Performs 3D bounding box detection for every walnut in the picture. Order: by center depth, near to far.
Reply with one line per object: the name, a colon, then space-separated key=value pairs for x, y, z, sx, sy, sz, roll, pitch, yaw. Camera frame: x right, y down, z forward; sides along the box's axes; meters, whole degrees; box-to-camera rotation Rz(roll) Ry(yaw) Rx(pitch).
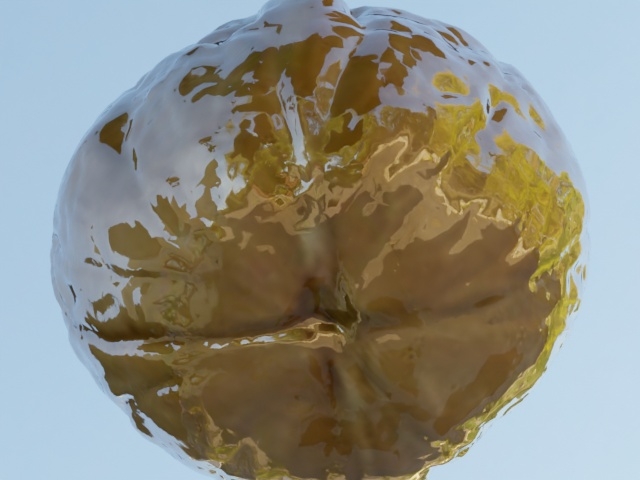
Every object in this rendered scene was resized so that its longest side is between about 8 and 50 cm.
walnut: x=-0.001 y=-0.002 z=1.043 sx=0.277 sy=0.313 sz=0.252 roll=-39 pitch=-77 yaw=12
